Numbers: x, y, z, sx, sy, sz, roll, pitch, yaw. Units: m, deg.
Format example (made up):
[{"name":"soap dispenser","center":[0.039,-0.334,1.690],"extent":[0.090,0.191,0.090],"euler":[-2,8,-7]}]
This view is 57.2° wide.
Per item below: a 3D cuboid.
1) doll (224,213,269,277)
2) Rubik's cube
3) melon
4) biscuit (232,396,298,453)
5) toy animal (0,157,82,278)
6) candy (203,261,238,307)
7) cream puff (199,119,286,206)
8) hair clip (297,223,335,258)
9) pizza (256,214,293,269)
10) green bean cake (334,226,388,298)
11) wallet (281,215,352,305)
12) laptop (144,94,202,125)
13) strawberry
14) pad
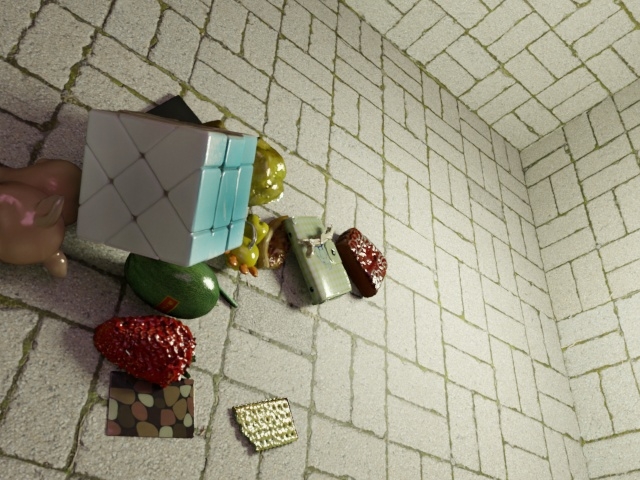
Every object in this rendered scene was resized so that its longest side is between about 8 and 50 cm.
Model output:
[{"name":"doll","center":[-0.235,0.024,1.836],"extent":[0.143,0.135,0.221],"euler":[43,29,-19]},{"name":"Rubik's cube","center":[-0.375,-0.142,1.476],"extent":[0.316,0.318,0.322],"euler":[-25,127,-73]},{"name":"melon","center":[-0.388,0.113,1.580],"extent":[0.287,0.182,0.182],"euler":[33,44,-22]},{"name":"biscuit","center":[-0.152,0.524,1.670],"extent":[0.203,0.016,0.144],"euler":[2,63,-46]},{"name":"toy animal","center":[-0.680,-0.072,1.400],"extent":[0.269,0.237,0.326],"euler":[32,39,18]},{"name":"candy","center":[-0.350,0.081,1.740],"extent":[0.323,0.097,0.097],"euler":[52,38,-18]},{"name":"cream puff","center":[-0.287,-0.224,1.782],"extent":[0.378,0.378,0.276],"euler":[-16,98,-50]},{"name":"hair clip","center":[0.000,0.000,2.010],"extent":[0.226,0.034,0.072],"euler":[-27,92,-56]},{"name":"pizza","center":[-0.150,0.010,1.997],"extent":[0.134,0.056,0.271],"euler":[48,39,-9]},{"name":"green bean cake","center":[0.151,0.077,2.228],"extent":[0.233,0.097,0.199],"euler":[48,40,-11]},{"name":"wallet","center":[-0.009,0.063,2.050],"extent":[0.223,0.077,0.310],"euler":[-9,76,-55]},{"name":"laptop","center":[-0.492,-0.403,1.964],"extent":[0.135,0.016,0.197],"euler":[50,40,-9]},{"name":"strawberry","center":[-0.423,0.265,1.498],"extent":[0.286,0.106,0.188],"euler":[23,46,-33]},{"name":"pad","center":[-0.420,0.415,1.479],"extent":[0.234,0.003,0.158],"euler":[18,52,-38]}]
